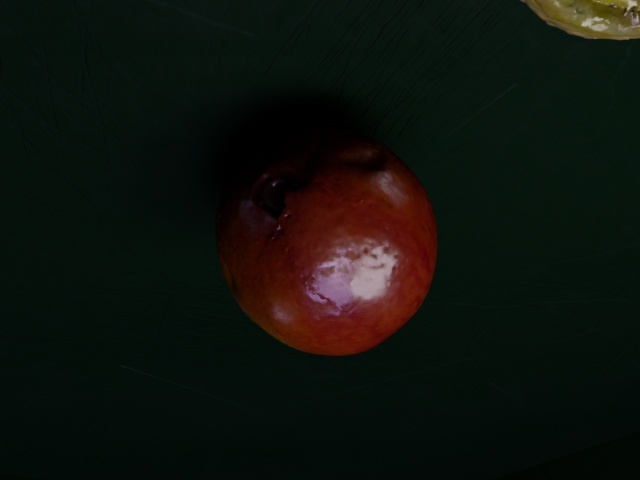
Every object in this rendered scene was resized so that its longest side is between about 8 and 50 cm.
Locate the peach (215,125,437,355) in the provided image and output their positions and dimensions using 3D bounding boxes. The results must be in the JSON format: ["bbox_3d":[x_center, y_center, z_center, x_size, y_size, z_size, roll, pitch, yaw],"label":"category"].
[{"bbox_3d":[0.000,0.000,1.028,0.281,0.238,0.281,6,147,4],"label":"peach"}]

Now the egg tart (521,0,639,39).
[{"bbox_3d":[0.282,-0.308,0.680,0.345,0.132,0.345,-9,152,-5],"label":"egg tart"}]
